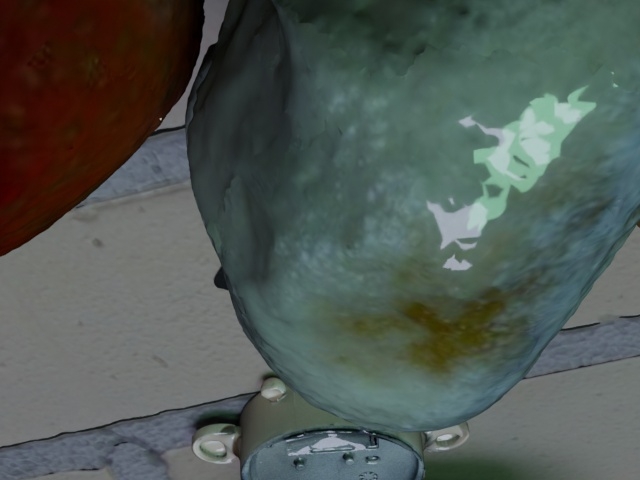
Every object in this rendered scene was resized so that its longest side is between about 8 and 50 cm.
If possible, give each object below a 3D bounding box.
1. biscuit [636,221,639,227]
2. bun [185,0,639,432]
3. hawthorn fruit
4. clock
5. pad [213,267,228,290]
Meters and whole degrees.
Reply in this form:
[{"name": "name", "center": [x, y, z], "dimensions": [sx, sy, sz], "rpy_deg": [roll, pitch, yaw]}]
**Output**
[{"name": "biscuit", "center": [0.256, -0.103, 0.875], "dimensions": [0.273, 0.257, 0.049], "rpy_deg": [-9, -173, 45]}, {"name": "bun", "center": [0.058, -0.087, 0.790], "dimensions": [0.211, 0.362, 0.362], "rpy_deg": [22, 139, -5]}, {"name": "hawthorn fruit", "center": [-0.201, -0.120, 0.755], "dimensions": [0.316, 0.316, 0.316], "rpy_deg": [-2, 143, -2]}, {"name": "clock", "center": [0.009, 0.172, 1.353], "dimensions": [0.229, 0.063, 0.155], "rpy_deg": [-3, 144, -3]}, {"name": "pad", "center": [0.000, 0.000, 1.172], "dimensions": [0.112, 0.003, 0.157], "rpy_deg": [13, 140, -20]}]
